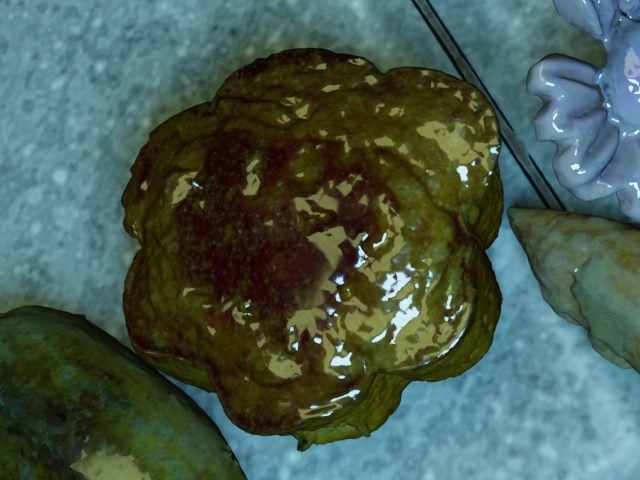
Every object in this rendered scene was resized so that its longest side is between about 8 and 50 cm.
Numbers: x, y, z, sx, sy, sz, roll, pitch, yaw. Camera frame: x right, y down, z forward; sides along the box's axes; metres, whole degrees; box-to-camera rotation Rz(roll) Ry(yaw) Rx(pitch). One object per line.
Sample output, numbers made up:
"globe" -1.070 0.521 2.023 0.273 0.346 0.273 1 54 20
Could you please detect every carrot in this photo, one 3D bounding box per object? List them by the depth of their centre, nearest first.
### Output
"carrot" 0.201 0.046 1.054 0.263 0.102 0.102 34 85 34

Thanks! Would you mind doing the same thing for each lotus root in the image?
"lotus root" -0.136 0.128 1.152 0.241 0.123 0.124 35 95 34

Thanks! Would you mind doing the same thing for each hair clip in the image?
"hair clip" 0.204 -0.151 1.115 0.069 0.173 0.300 -33 39 51

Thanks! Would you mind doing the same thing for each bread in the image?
"bread" -0.008 0.011 1.136 0.246 0.135 0.232 3 70 25
